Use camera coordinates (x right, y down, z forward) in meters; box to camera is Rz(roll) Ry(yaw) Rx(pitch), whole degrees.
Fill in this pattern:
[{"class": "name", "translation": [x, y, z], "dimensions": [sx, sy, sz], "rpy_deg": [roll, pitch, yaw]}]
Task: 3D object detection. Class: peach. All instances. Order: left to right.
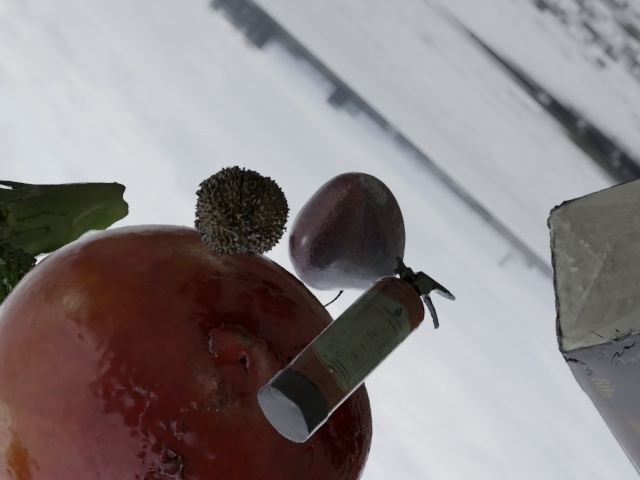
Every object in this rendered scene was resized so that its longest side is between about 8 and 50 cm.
[{"class": "peach", "translation": [-0.136, 0.158, 1.688], "dimensions": [0.370, 0.370, 0.370], "rpy_deg": [42, -176, -4]}]

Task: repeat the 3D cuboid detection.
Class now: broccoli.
[{"class": "broccoli", "translation": [-0.417, -0.014, 2.285], "dimensions": [0.254, 0.186, 0.302], "rpy_deg": [36, -155, 1]}]

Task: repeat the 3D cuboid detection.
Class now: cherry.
[{"class": "cherry", "translation": [0.002, -0.004, 1.964], "dimensions": [0.188, 0.148, 0.115], "rpy_deg": [-1, -122, -19]}]

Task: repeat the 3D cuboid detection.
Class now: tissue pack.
[{"class": "tissue pack", "translation": [0.364, 0.103, 1.721], "dimensions": [0.370, 0.210, 0.198], "rpy_deg": [52, -147, -42]}]

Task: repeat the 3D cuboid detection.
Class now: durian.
[{"class": "durian", "translation": [-0.062, -0.018, 1.507], "dimensions": [0.080, 0.080, 0.091], "rpy_deg": [39, -161, -33]}]

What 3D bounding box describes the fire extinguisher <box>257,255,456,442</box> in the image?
[{"class": "fire extinguisher", "translation": [0.031, 0.074, 1.340], "dimensions": [0.050, 0.177, 0.062], "rpy_deg": [-15, 112, 55]}]
